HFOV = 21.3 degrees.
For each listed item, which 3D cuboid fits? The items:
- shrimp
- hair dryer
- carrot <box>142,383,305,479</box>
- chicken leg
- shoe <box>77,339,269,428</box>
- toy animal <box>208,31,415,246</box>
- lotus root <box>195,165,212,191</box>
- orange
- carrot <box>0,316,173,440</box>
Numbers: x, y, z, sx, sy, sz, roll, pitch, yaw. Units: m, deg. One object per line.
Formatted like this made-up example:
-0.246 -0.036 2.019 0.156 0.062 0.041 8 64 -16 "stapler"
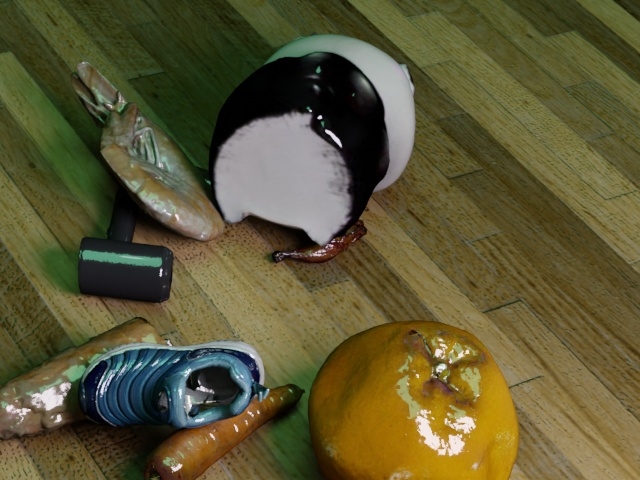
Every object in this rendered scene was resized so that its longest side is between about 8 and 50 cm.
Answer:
-0.239 -0.113 2.193 0.317 0.077 0.168 47 15 19 "shrimp"
-0.236 -0.007 2.152 0.114 0.070 0.248 7 30 -3 "hair dryer"
-0.106 0.212 1.906 0.059 0.059 0.248 34 41 26 "carrot"
0.004 0.002 2.202 0.062 0.037 0.145 30 43 31 "chicken leg"
-0.160 0.160 1.846 0.207 0.091 0.106 -6 12 -3 "shoe"
0.003 -0.153 2.235 0.251 0.251 0.310 17 36 8 "toy animal"
-0.154 -0.080 2.272 0.083 0.030 0.037 26 40 17 "lotus root"
0.099 0.191 1.874 0.249 0.183 0.249 8 38 -6 "orange"
-0.288 0.165 1.890 0.263 0.102 0.102 -21 48 -32 "carrot"
